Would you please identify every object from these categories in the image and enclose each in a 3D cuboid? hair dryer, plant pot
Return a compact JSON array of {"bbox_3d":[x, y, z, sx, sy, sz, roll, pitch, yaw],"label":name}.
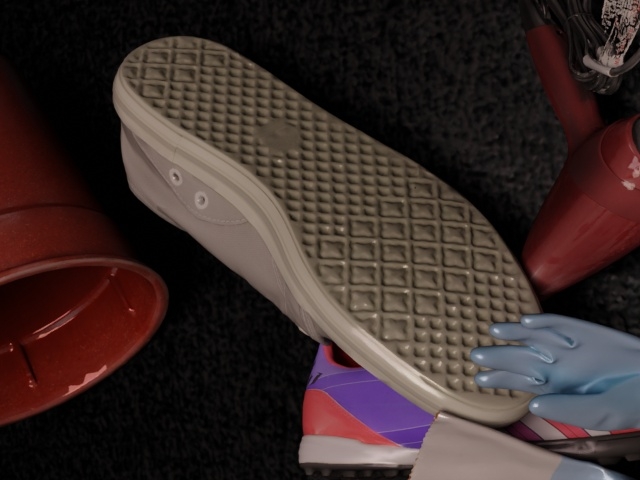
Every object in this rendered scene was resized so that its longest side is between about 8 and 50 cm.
[{"bbox_3d":[0.201,-0.089,1.089,0.223,0.080,0.293,-134,54,-65],"label":"hair dryer"},{"bbox_3d":[-0.308,-0.010,1.315,0.272,0.272,0.265,-40,63,26],"label":"plant pot"}]

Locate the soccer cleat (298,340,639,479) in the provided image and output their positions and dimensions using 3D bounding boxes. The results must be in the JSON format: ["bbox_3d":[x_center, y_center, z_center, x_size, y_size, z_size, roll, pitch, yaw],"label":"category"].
[{"bbox_3d":[0.125,0.122,1.133,0.318,0.108,0.116,-6,75,31],"label":"soccer cleat"}]

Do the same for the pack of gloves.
[{"bbox_3d":[0.191,0.148,0.999,0.232,0.046,0.195,17,129,-2],"label":"pack of gloves"}]

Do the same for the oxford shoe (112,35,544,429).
[{"bbox_3d":[0.000,0.000,1.169,0.449,0.169,0.130,39,140,29],"label":"oxford shoe"}]
